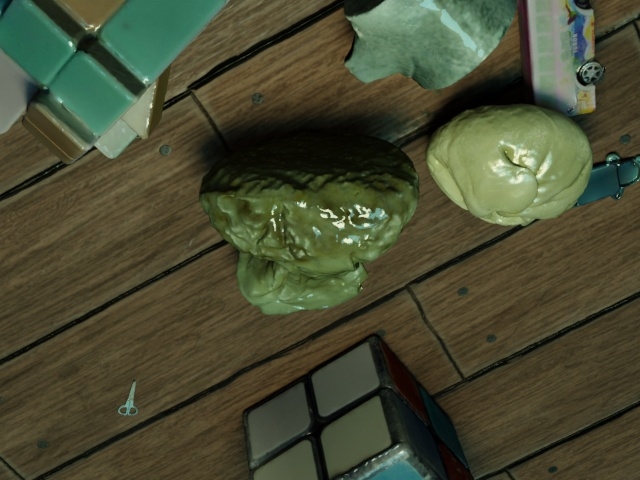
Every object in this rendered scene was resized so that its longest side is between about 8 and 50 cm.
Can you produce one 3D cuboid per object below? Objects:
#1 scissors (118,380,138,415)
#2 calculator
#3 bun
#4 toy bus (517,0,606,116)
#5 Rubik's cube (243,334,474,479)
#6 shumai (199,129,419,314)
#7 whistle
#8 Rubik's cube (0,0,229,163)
[{"bbox_3d":[-0.341,0.283,2.076,0.036,0.006,0.083,8,123,-14],"label":"scissors"},{"bbox_3d":[0.483,-0.104,1.957,0.141,0.019,0.094,-18,126,0],"label":"calculator"},{"bbox_3d":[0.300,-0.104,1.794,0.259,0.160,0.259,-3,157,-1],"label":"bun"},{"bbox_3d":[0.360,-0.317,1.742,0.112,0.090,0.274,-13,126,-1],"label":"toy bus"},{"bbox_3d":[0.074,0.419,2.063,0.316,0.313,0.318,-32,123,11],"label":"Rubik's cube"},{"bbox_3d":[0.000,0.000,1.758,0.330,0.292,0.288,10,116,27],"label":"shumai"},{"bbox_3d":[0.191,-0.392,1.635,0.168,0.188,0.404,39,77,-25],"label":"whistle"},{"bbox_3d":[-0.314,-0.298,1.477,0.358,0.368,0.387,42,110,-13],"label":"Rubik's cube"}]
